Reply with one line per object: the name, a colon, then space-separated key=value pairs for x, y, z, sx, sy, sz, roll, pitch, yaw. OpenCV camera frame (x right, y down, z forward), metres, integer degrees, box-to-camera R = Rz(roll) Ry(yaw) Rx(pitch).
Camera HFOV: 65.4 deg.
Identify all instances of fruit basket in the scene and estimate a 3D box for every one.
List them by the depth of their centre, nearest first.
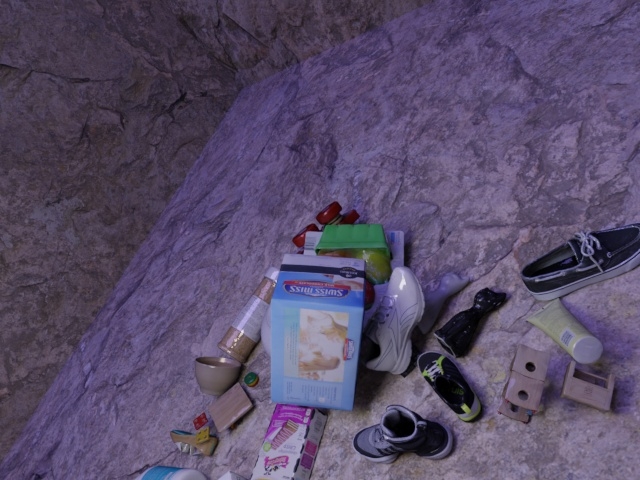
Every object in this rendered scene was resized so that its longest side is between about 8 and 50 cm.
fruit basket: x=0.101 y=0.124 z=1.566 sx=0.327 sy=0.165 sz=0.353 roll=-2 pitch=64 yaw=10

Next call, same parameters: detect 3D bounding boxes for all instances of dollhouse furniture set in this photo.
dollhouse furniture set: x=0.485 y=0.324 z=1.041 sx=0.184 sy=0.129 sz=0.129 roll=17 pitch=65 yaw=21

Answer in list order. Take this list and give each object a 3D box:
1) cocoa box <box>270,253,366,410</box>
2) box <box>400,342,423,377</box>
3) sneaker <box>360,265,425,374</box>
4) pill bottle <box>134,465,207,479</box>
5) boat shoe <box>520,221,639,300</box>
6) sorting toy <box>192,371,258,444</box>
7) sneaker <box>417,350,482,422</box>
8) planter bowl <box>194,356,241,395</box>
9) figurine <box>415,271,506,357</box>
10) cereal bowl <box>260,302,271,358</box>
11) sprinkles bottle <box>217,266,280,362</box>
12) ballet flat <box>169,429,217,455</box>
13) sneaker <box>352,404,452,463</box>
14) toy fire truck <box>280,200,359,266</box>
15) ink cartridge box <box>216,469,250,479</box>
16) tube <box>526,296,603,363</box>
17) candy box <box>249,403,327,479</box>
cocoa box: x=-0.004 y=0.243 z=1.331 sx=0.231 sy=0.347 sz=0.228 roll=5 pitch=28 yaw=4
box: x=0.238 y=0.324 z=1.367 sx=0.083 sy=0.018 sz=0.067 roll=-46 pitch=34 yaw=1
sneaker: x=0.186 y=0.212 z=1.303 sx=0.111 sy=0.129 sz=0.297 roll=17 pitch=100 yaw=59
pill bottle: x=-0.481 y=0.785 z=1.554 sx=0.264 sy=0.146 sz=0.146 roll=-15 pitch=45 yaw=37
boat shoe: x=0.623 y=0.031 z=1.173 sx=0.306 sy=0.105 sz=0.113 roll=-28 pitch=36 yaw=23
sorting toy: x=-0.299 y=0.568 z=1.654 sx=0.274 sy=0.046 sz=0.132 roll=-38 pitch=32 yaw=-12
sneaker: x=0.305 y=0.336 z=1.211 sx=0.084 sy=0.097 sz=0.234 roll=-45 pitch=34 yaw=1
planter bowl: x=-0.368 y=0.481 z=1.760 sx=0.162 sy=0.162 sz=0.109 roll=6 pitch=86 yaw=50
figurine: x=0.358 y=0.180 z=1.342 sx=0.209 sy=0.092 sz=0.215 roll=-43 pitch=32 yaw=-10
cereal bowl: x=-0.075 y=0.254 z=1.671 sx=0.339 sy=0.141 sz=0.339 roll=-29 pitch=37 yaw=24
sprinkles bottle: x=-0.232 y=0.270 z=1.839 sx=0.121 sy=0.121 sz=0.355 roll=14 pitch=65 yaw=52
ballet flat: x=-0.441 y=0.684 z=1.681 sx=0.232 sy=0.080 sz=0.073 roll=-13 pitch=58 yaw=40
sneaker: x=0.164 y=0.457 z=1.189 sx=0.268 sy=0.153 sz=0.101 roll=-19 pitch=42 yaw=35
toy fire truck: x=0.000 y=0.000 z=1.829 sx=0.302 sy=0.169 sz=0.254 roll=-44 pitch=11 yaw=-24
ink cartridge box: x=-0.299 y=0.817 z=1.338 sx=0.306 sy=0.131 sz=0.226 roll=-39 pitch=34 yaw=8
tube: x=0.538 y=0.192 z=1.102 sx=0.070 sy=0.062 sz=0.240 roll=2 pitch=13 yaw=1
candy box: x=-0.089 y=0.587 z=1.402 sx=0.159 sy=0.071 sz=0.233 roll=-11 pitch=48 yaw=40
